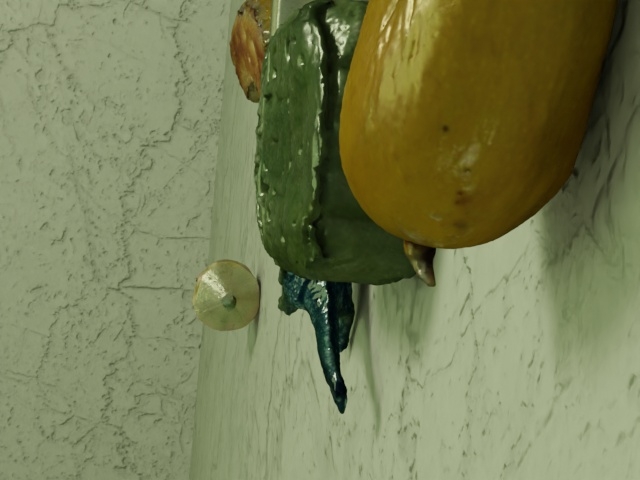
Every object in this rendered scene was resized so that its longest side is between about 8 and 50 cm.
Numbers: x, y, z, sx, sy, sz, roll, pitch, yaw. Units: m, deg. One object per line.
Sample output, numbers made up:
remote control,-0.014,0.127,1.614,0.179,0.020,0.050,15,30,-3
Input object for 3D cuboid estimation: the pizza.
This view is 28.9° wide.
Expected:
pizza,-0.064,-0.260,1.698,0.305,0.086,0.161,-136,37,-71

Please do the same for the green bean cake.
green bean cake,0.020,-0.080,0.989,0.227,0.125,0.222,-169,82,-76

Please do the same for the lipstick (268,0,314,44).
lipstick,-0.024,-0.329,1.512,0.079,0.077,0.253,-176,89,-80

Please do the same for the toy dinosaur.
toy dinosaur,-0.001,0.009,1.178,0.147,0.076,0.363,100,168,-63

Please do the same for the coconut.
coconut,-0.156,0.091,2.052,0.122,0.116,0.116,-153,68,-81

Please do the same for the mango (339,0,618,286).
mango,0.082,-0.130,0.608,0.176,0.119,0.316,-93,13,-84
